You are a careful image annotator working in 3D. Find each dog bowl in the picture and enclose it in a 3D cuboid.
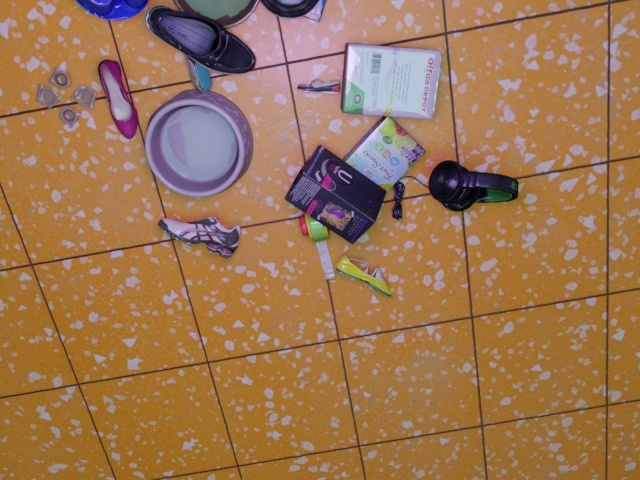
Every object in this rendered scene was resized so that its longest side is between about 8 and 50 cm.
[{"bbox_3d":[-0.389,-0.295,1.774,0.349,0.102,0.348,0,110,-1],"label":"dog bowl"}]

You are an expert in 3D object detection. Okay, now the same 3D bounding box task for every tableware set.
[{"bbox_3d":[-0.792,-0.446,1.747,0.169,0.020,0.141,38,105,-15],"label":"tableware set"}]

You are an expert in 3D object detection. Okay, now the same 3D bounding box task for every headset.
[{"bbox_3d":[0.422,-0.143,1.794,0.394,0.243,0.185,5,84,26],"label":"headset"}]

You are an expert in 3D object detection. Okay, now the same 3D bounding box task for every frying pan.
[{"bbox_3d":[-0.070,-0.796,1.585,0.197,0.053,0.326,16,108,-6],"label":"frying pan"}]

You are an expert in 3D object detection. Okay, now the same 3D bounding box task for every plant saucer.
[{"bbox_3d":[-0.304,-0.761,1.634,0.278,0.041,0.278,-1,110,-2],"label":"plant saucer"}]

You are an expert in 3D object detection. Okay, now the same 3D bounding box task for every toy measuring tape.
[{"bbox_3d":[0.000,0.000,1.891,0.121,0.121,0.330,-12,111,3],"label":"toy measuring tape"}]

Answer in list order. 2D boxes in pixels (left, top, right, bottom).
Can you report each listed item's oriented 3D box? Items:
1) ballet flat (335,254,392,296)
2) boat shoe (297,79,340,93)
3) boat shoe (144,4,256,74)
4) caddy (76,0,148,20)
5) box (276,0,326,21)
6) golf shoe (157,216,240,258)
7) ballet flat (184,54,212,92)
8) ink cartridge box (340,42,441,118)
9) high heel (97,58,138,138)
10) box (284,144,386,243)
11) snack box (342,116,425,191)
[{"bbox_3d":[0.164,0.119,1.967,0.231,0.077,0.077,27,91,-9],"label":"ballet flat"},{"bbox_3d":[-0.005,-0.479,1.746,0.137,0.049,0.043,1,107,-5],"label":"boat shoe"},{"bbox_3d":[-0.325,-0.570,1.610,0.340,0.113,0.127,24,96,-33],"label":"boat shoe"},{"bbox_3d":[-0.595,-0.789,1.545,0.241,0.179,0.341,-20,111,-18],"label":"caddy"},{"bbox_3d":[-0.032,-0.774,1.641,0.136,0.036,0.225,16,108,-7],"label":"box"},{"bbox_3d":[-0.403,-0.036,1.885,0.273,0.105,0.120,21,93,-15],"label":"golf shoe"},{"bbox_3d":[-0.385,-0.549,1.696,0.073,0.067,0.206,-26,117,-38],"label":"ballet flat"},{"bbox_3d":[0.208,-0.486,1.713,0.278,0.117,0.201,3,111,-3],"label":"ink cartridge box"},{"bbox_3d":[-0.618,-0.424,1.708,0.082,0.117,0.244,-2,110,-1],"label":"high heel"},{"bbox_3d":[0.050,-0.144,1.781,0.270,0.165,0.143,33,136,-10],"label":"box"},{"bbox_3d":[0.204,-0.275,1.818,0.174,0.070,0.207,39,107,-15],"label":"snack box"}]
